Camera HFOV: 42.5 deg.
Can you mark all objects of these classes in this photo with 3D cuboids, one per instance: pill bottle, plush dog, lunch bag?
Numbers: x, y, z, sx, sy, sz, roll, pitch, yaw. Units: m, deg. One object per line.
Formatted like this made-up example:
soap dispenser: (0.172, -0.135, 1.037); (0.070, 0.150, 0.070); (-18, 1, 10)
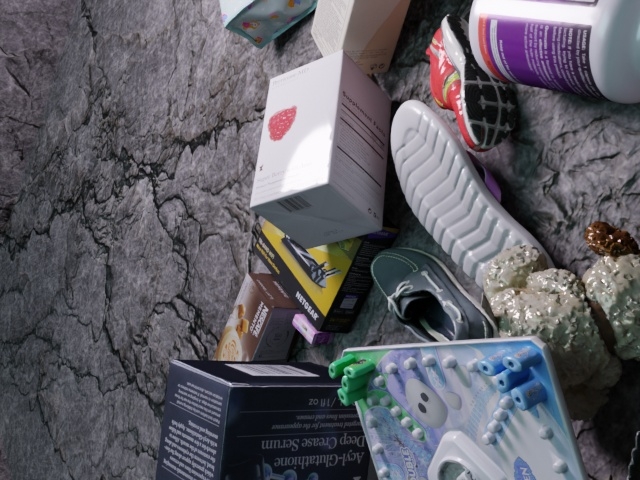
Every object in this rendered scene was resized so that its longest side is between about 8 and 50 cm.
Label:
pill bottle: (0.371, -0.290, 1.130); (0.323, 0.181, 0.182); (28, 106, 51)
plush dog: (0.353, 0.102, 1.070); (0.225, 0.210, 0.263); (-28, 84, 15)
lunch bag: (-0.104, -0.600, 1.838); (0.262, 0.160, 0.224); (-31, 56, 33)

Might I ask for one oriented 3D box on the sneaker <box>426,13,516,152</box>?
sneaker: (0.242, -0.248, 1.378); (0.118, 0.107, 0.279); (-51, 37, 47)

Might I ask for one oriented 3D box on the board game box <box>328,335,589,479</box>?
board game box: (0.186, 0.329, 1.095); (0.390, 0.050, 0.390); (-14, 94, 53)

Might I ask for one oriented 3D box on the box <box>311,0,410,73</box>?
box: (0.086, -0.469, 1.505); (0.311, 0.121, 0.148); (109, 146, -49)

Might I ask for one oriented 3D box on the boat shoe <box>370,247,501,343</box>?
boat shoe: (0.170, 0.097, 1.395); (0.319, 0.099, 0.116); (42, 117, 48)

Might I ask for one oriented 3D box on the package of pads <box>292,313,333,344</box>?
package of pads: (-0.015, 0.179, 1.667); (0.083, 0.050, 0.032); (39, 120, 49)

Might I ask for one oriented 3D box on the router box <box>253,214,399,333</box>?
router box: (0.000, 0.000, 1.653); (0.309, 0.081, 0.243); (46, 119, 46)

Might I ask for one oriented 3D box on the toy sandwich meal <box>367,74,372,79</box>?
toy sandwich meal: (0.063, -0.323, 1.638); (0.085, 0.029, 0.086); (-14, 48, 17)

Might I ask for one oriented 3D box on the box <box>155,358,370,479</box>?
box: (-0.100, 0.409, 1.361); (0.212, 0.293, 0.396); (7, 90, 53)

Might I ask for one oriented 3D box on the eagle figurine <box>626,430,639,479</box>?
eagle figurine: (0.427, 0.353, 0.946); (0.298, 0.225, 0.226); (61, 146, 25)

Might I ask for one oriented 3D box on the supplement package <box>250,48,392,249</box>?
supplement package: (0.006, -0.164, 1.506); (0.177, 0.175, 0.293); (-15, 54, 33)

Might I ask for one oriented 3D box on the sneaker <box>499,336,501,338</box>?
sneaker: (0.234, 0.247, 1.288); (0.272, 0.100, 0.108); (-64, 36, 24)

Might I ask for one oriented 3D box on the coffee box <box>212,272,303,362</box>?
coffee box: (-0.134, 0.210, 1.779); (0.141, 0.098, 0.247); (47, 121, 46)

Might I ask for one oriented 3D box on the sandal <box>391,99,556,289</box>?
sandal: (0.247, -0.054, 1.331); (0.416, 0.102, 0.169); (59, 145, 23)

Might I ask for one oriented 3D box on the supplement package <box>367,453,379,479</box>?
supplement package: (0.048, 0.446, 1.491); (0.105, 0.105, 0.179); (22, 102, 52)
